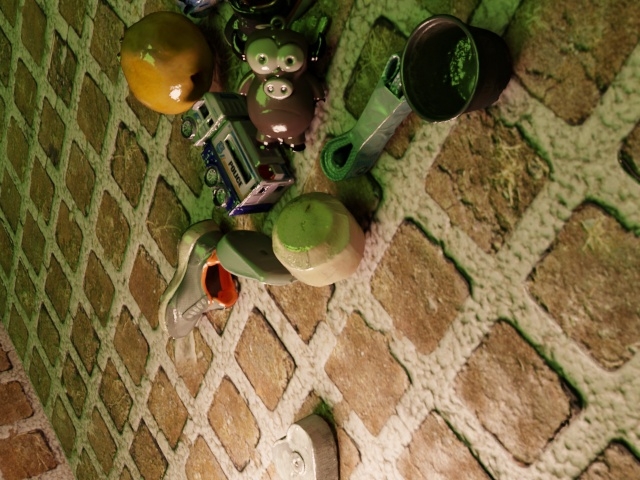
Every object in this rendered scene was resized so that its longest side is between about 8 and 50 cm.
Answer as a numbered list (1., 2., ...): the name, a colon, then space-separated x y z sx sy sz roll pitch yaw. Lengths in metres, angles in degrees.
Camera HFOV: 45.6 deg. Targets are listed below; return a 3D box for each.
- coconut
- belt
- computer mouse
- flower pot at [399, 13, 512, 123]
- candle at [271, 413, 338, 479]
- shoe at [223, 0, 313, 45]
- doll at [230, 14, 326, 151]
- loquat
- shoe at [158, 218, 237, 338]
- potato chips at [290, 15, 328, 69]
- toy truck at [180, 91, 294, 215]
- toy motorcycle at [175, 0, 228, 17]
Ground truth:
1. coconut: 0.000 0.000 1.418 0.171 0.183 0.170 -7 68 17
2. belt: 0.095 -0.212 1.315 0.087 0.072 0.302 59 137 20
3. computer mouse: -0.130 0.049 1.612 0.231 0.128 0.079 35 123 45
4. flower pot: 0.210 -0.257 1.139 0.157 0.107 0.157 19 114 50
5. candle: -0.025 0.472 1.627 0.168 0.068 0.192 57 140 23
6. shoe: -0.119 -0.452 1.467 0.291 0.137 0.114 -32 73 50
7. doll: -0.080 -0.295 1.446 0.117 0.182 0.257 -81 -6 -54
8. loquat: -0.339 -0.396 1.707 0.238 0.193 0.238 28 140 26
9. shoe: -0.270 0.125 1.812 0.171 0.132 0.336 38 123 28
10. potato chips: -0.048 -0.368 1.485 0.092 0.028 0.207 51 137 22
11. toy truck: -0.177 -0.196 1.613 0.155 0.124 0.267 -41 69 39
12. toy motorcycle: -0.247 -0.538 1.619 0.205 0.114 0.076 -36 70 49
